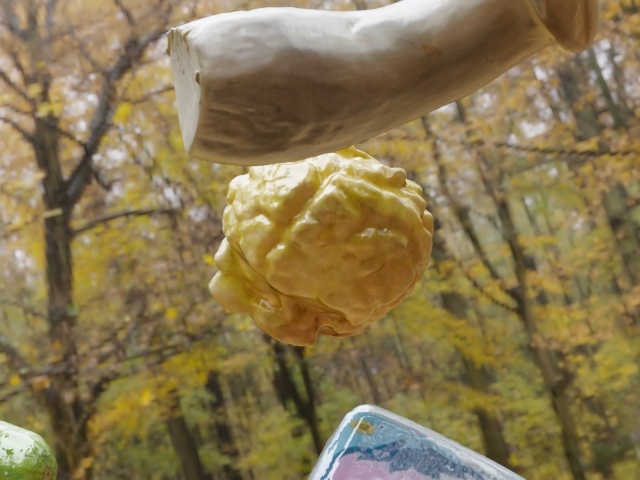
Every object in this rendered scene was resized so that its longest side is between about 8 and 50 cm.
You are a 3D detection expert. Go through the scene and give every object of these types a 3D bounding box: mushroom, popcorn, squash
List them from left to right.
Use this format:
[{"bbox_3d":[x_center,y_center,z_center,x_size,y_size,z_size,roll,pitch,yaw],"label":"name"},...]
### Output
[{"bbox_3d":[-0.129,0.078,0.473,0.027,0.027,0.089,-5,9,-42],"label":"squash"},{"bbox_3d":[0.000,0.000,1.013,0.180,0.180,0.170,-5,-8,-42],"label":"popcorn"},{"bbox_3d":[0.033,-0.097,0.636,0.223,0.081,0.092,-14,-54,-2],"label":"mushroom"}]

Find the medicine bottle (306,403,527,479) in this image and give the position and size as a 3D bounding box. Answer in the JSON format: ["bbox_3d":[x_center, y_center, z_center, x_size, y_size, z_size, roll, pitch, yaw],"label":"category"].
[{"bbox_3d":[0.022,0.183,0.584,0.188,0.119,0.094,-57,-10,-41],"label":"medicine bottle"}]
